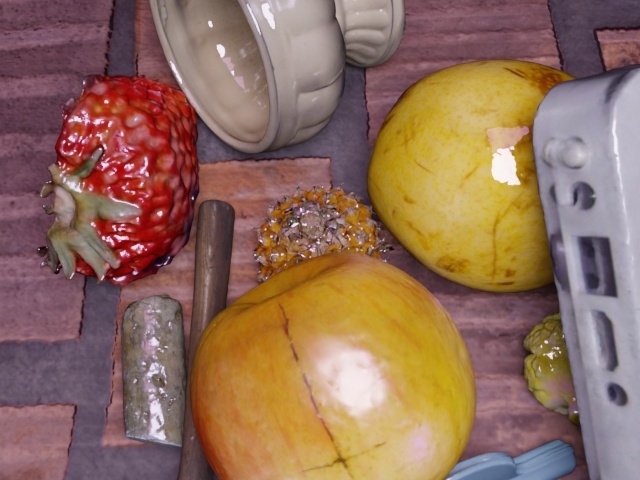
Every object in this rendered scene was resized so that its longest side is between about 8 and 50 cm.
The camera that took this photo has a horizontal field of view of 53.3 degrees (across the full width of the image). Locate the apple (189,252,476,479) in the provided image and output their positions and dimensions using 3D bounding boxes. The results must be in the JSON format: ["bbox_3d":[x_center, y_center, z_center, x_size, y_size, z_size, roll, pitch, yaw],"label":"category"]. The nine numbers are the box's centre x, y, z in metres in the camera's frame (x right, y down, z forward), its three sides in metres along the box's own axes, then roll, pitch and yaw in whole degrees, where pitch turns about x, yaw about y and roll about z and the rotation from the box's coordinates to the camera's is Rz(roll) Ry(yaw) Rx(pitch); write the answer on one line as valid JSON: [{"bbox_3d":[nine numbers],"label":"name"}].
[{"bbox_3d":[0.008,0.143,0.632,0.286,0.286,0.233,-31,95,-9],"label":"apple"}]

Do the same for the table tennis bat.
[{"bbox_3d":[0.171,0.260,0.666,0.238,0.149,0.038,-12,42,-23],"label":"table tennis bat"}]

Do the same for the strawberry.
[{"bbox_3d":[-0.219,-0.064,0.789,0.150,0.280,0.253,20,107,0],"label":"strawberry"}]

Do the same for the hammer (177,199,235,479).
[{"bbox_3d":[-0.135,0.146,0.739,0.044,0.168,0.439,-20,54,30],"label":"hammer"}]

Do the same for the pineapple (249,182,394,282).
[{"bbox_3d":[-0.003,-0.002,0.769,0.176,0.137,0.161,-28,69,-7],"label":"pineapple"}]

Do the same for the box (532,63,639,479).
[{"bbox_3d":[0.382,0.018,0.606,0.397,0.111,0.395,-16,99,-29],"label":"box"}]

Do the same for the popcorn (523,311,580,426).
[{"bbox_3d":[0.299,0.143,0.709,0.145,0.126,0.125,35,100,0],"label":"popcorn"}]

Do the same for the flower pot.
[{"bbox_3d":[-0.050,-0.286,0.817,0.244,0.307,0.307,-33,69,-27],"label":"flower pot"}]

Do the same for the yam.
[{"bbox_3d":[-0.197,0.156,0.753,0.078,0.078,0.179,-7,71,1],"label":"yam"}]

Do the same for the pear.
[{"bbox_3d":[0.195,-0.075,0.717,0.281,0.280,0.280,-1,68,3],"label":"pear"}]
